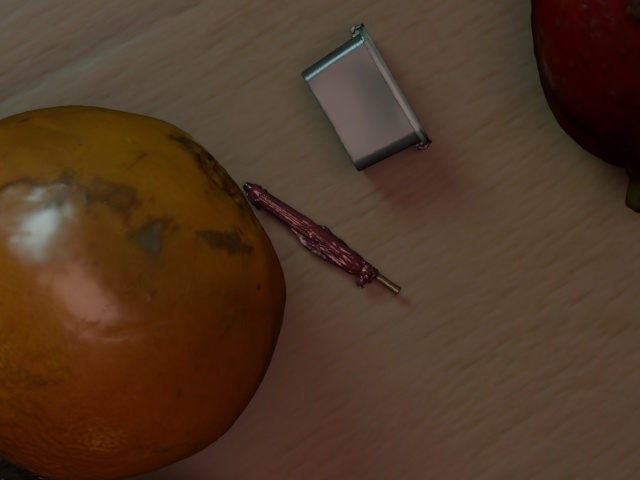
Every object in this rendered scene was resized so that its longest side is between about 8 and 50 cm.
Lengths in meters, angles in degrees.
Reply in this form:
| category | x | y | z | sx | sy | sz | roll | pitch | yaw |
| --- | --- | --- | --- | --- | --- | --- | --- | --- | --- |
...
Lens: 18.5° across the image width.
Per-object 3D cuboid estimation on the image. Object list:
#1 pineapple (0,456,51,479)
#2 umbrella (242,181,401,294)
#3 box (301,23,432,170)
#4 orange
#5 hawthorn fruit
| category | x | y | z | sx | sy | sz | roll | pitch | yaw |
| --- | --- | --- | --- | --- | --- | --- | --- | --- | --- |
| pineapple | -0.321 | 0.234 | 1.650 | 0.251 | 0.125 | 0.125 | -43 | 94 | -9 |
| umbrella | 0.000 | 0.000 | 1.714 | 0.165 | 0.025 | 0.027 | 36 | 62 | -5 |
| box | 0.038 | -0.119 | 1.692 | 0.069 | 0.084 | 0.122 | -30 | 91 | 3 |
| orange | -0.184 | 0.041 | 1.559 | 0.312 | 0.312 | 0.312 | 0 | 90 | -5 |
| hawthorn fruit | 0.294 | -0.173 | 1.636 | 0.265 | 0.265 | 0.307 | 15 | 107 | -5 |
